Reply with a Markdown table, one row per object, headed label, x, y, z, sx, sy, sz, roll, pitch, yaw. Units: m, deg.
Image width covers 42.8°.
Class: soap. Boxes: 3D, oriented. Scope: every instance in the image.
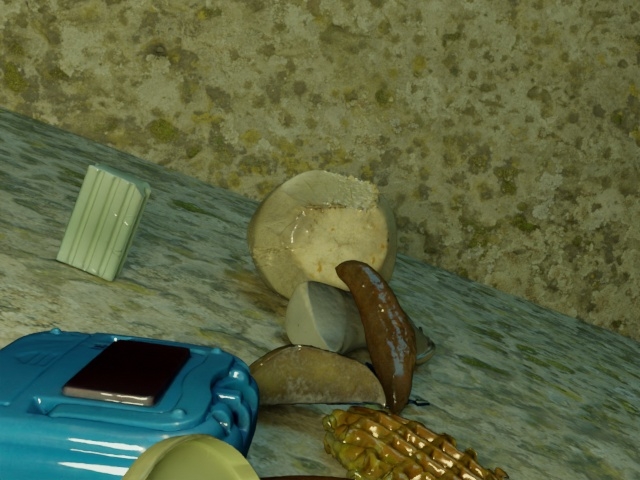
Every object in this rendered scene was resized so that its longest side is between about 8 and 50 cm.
| label | x | y | z | sx | sy | sz | roll | pitch | yaw |
| --- | --- | --- | --- | --- | --- | --- | --- | --- | --- |
| soap | -0.412 | -0.035 | 1.556 | 0.119 | 0.198 | 0.066 | 23 | 11 | -3 |

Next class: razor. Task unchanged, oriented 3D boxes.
| label | x | y | z | sx | sy | sz | roll | pitch | yaw |
| --- | --- | --- | --- | --- | --- | --- | --- | --- | --- |
| razor | 0.139 | 0.285 | 1.584 | 0.155 | 0.028 | 0.044 | 32 | 13 | 36 |

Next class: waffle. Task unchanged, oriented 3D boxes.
| label | x | y | z | sx | sy | sz | roll | pitch | yaw |
| --- | --- | --- | --- | --- | --- | --- | --- | --- | --- |
| waffle | 0.155 | 0.342 | 1.215 | 0.302 | 0.068 | 0.325 | 19 | 12 | -20 |

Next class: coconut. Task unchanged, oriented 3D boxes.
| label | x | y | z | sx | sy | sz | roll | pitch | yaw |
| --- | --- | --- | --- | --- | --- | --- | --- | --- | --- |
| coconut | 0.000 | 0.000 | 1.915 | 0.346 | 0.346 | 0.360 | 21 | -5 | -12 |

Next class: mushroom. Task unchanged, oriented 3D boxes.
| label | x | y | z | sx | sy | sz | roll | pitch | yaw |
| --- | --- | --- | --- | --- | --- | --- | --- | --- | --- |
| mushroom | 0.095 | 0.188 | 1.727 | 0.397 | 0.126 | 0.177 | 9 | 43 | -48 |

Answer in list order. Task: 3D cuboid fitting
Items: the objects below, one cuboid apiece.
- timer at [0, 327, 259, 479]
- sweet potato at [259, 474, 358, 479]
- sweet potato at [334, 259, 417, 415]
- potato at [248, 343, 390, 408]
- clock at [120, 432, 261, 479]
| label | x | y | z | sx | sy | sz | roll | pitch | yaw |
| --- | --- | --- | --- | --- | --- | --- | --- | --- | --- |
| timer | -0.229 | 0.187 | 0.893 | 0.309 | 0.115 | 0.340 | 8 | 9 | 2 |
| sweet potato | -0.020 | 0.310 | 0.888 | 0.359 | 0.112 | 0.112 | 3 | 11 | -1 |
| sweet potato | 0.127 | 0.182 | 1.589 | 0.114 | 0.092 | 0.341 | 2 | 53 | -30 |
| potato | -0.026 | 0.207 | 1.284 | 0.261 | 0.100 | 0.120 | 3 | 1 | -22 |
| clock | -0.094 | 0.272 | 0.644 | 0.029 | 0.234 | 0.235 | -13 | -5 | 23 |
